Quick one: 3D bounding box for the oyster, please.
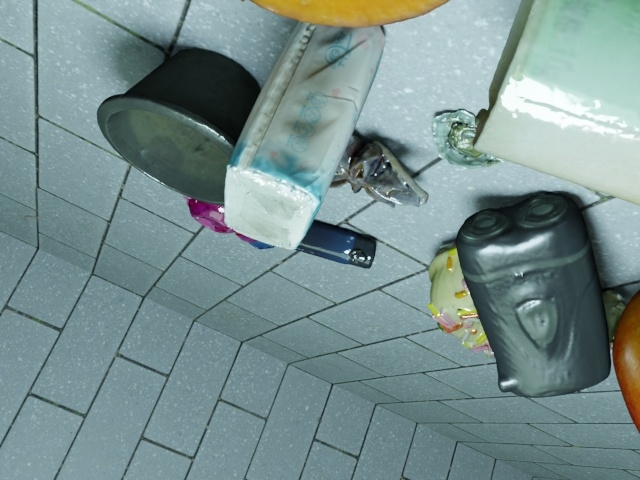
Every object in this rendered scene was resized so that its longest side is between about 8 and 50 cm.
[{"bbox_3d":[0.213,-0.149,0.952,0.098,0.037,0.100,-7,128,17],"label":"oyster"}]

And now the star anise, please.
[{"bbox_3d":[0.078,-0.113,1.075,0.262,0.081,0.230,14,159,47],"label":"star anise"}]

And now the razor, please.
[{"bbox_3d":[0.351,0.097,1.080,0.205,0.113,0.348,-13,116,18],"label":"razor"}]

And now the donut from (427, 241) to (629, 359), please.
[{"bbox_3d":[0.375,0.139,1.290,0.371,0.150,0.307,22,158,-2],"label":"donut"}]

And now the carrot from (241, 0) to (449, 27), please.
[{"bbox_3d":[0.015,-0.315,0.658,0.307,0.100,0.258,15,160,12],"label":"carrot"}]

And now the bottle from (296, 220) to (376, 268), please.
[{"bbox_3d":[0.000,0.000,1.409,0.245,0.072,0.082,16,-162,12],"label":"bottle"}]

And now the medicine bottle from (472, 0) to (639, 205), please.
[{"bbox_3d":[0.366,-0.127,0.582,0.406,0.235,0.235,19,158,6],"label":"medicine bottle"}]

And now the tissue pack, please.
[{"bbox_3d":[-0.024,-0.142,0.852,0.124,0.271,0.201,23,158,-5],"label":"tissue pack"}]

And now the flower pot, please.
[{"bbox_3d":[-0.191,-0.189,1.041,0.269,0.166,0.269,21,157,9],"label":"flower pot"}]

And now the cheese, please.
[{"bbox_3d":[-0.209,-0.044,1.516,0.244,0.062,0.155,35,155,-32],"label":"cheese"}]

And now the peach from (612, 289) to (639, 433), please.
[{"bbox_3d":[0.607,0.210,1.024,0.308,0.332,0.307,11,149,7],"label":"peach"}]
